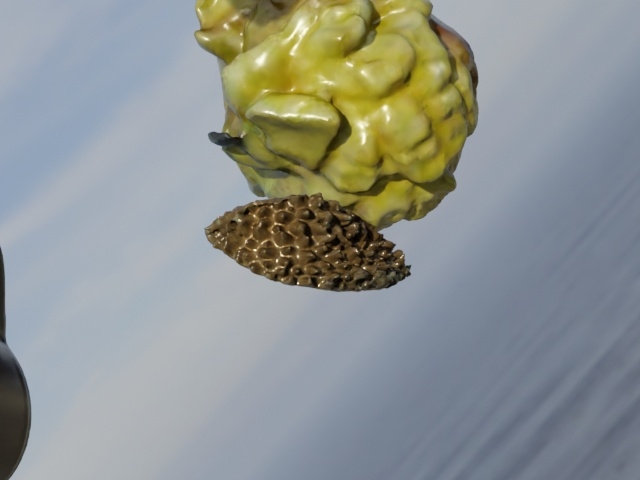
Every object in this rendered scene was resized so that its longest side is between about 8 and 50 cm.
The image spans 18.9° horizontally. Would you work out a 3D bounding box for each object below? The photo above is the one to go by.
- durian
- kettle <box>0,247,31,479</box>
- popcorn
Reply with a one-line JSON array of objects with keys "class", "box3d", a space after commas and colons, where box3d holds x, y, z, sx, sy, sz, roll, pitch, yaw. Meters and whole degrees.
[{"class": "durian", "box3d": [-0.002, 0.010, 1.071, 0.066, 0.130, 0.052, 142, 134, -58]}, {"class": "kettle", "box3d": [-0.259, 0.064, 1.004, 0.232, 0.144, 0.202, 13, -103, -58]}, {"class": "popcorn", "box3d": [0.002, -0.102, 1.304, 0.169, 0.218, 0.189, -53, -44, -17]}]
